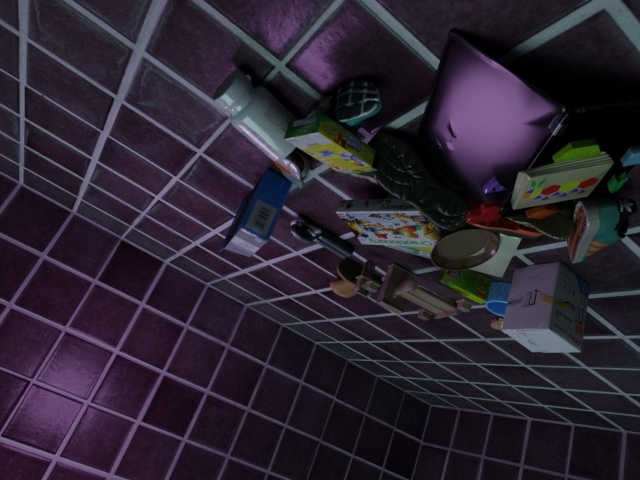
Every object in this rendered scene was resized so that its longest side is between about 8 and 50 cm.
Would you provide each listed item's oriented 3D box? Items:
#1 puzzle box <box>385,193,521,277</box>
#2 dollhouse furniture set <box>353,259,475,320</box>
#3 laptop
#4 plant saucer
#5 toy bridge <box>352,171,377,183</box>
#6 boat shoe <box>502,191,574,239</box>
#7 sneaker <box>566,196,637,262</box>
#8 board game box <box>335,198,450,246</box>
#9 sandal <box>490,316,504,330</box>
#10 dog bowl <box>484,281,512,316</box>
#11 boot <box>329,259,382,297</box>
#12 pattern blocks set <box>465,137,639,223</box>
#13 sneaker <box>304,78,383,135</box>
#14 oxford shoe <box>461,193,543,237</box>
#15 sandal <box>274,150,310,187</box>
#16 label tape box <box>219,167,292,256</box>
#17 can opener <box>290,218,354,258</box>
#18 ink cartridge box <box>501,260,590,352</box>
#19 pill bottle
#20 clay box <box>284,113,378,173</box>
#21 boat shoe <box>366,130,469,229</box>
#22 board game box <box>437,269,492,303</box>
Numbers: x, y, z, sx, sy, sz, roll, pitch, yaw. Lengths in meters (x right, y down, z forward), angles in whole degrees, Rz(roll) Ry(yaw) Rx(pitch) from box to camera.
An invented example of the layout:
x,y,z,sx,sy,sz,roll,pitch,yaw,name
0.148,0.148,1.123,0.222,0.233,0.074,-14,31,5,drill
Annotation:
x,y,z,sx,sy,sz,roll,pitch,yaw,name
0.402,-0.013,1.520,0.409,0.052,0.272,16,155,15,puzzle box
0.340,0.141,1.733,0.303,0.173,0.355,28,156,-13,dollhouse furniture set
0.461,-0.242,1.042,0.408,0.236,0.382,-7,155,-4,laptop
0.418,0.018,1.396,0.199,0.036,0.198,-3,141,-2,plant saucer
0.096,-0.217,1.346,0.188,0.063,0.026,35,153,-25,toy bridge
0.536,-0.072,1.230,0.223,0.080,0.073,33,-170,20,boat shoe
0.693,-0.019,1.191,0.121,0.108,0.302,-8,159,15,sneaker
0.221,-0.053,1.462,0.305,0.053,0.193,2,149,37,board game box
0.749,0.342,1.921,0.088,0.079,0.240,20,156,4,sandal
0.736,0.236,1.722,0.297,0.074,0.166,14,155,19,dog bowl
0.113,0.182,2.124,0.236,0.089,0.269,31,155,-19,boot
0.492,-0.121,0.998,0.325,0.026,0.285,-7,155,-5,pattern blocks set
0.064,-0.309,1.171,0.110,0.107,0.275,19,168,-30,sneaker
0.482,-0.055,1.321,0.271,0.097,0.098,17,162,12,oxford shoe
-0.079,-0.233,1.466,0.102,0.076,0.265,36,177,4,sandal
-0.235,-0.077,1.701,0.106,0.240,0.334,27,156,-15,label tape box
0.000,0.000,1.853,0.280,0.093,0.074,27,155,-22,can opener
0.712,0.215,1.505,0.171,0.232,0.168,33,154,-22,ink cartridge box
-0.162,-0.327,1.254,0.131,0.131,0.229,-7,142,48,pill bottle
0.035,-0.229,1.177,0.127,0.053,0.222,3,165,46,clay box
0.249,-0.155,1.257,0.324,0.120,0.122,44,110,-2,boat shoe
0.513,0.144,1.698,0.181,0.092,0.043,26,157,-8,board game box
